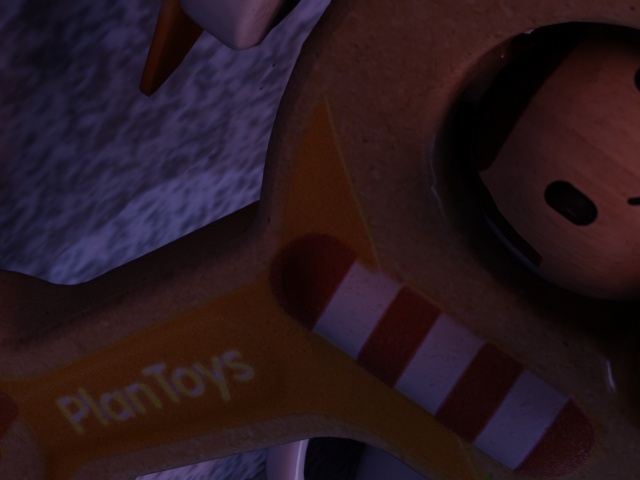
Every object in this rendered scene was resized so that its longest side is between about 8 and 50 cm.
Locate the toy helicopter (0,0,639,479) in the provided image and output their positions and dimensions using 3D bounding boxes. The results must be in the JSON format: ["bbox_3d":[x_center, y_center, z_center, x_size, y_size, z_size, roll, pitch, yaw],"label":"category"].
[{"bbox_3d":[0.000,0.000,0.456,0.355,0.235,0.140,-20,-156,39],"label":"toy helicopter"}]

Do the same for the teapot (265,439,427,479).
[{"bbox_3d":[0.125,0.095,0.897,0.256,0.252,0.187,-42,132,-73],"label":"teapot"}]

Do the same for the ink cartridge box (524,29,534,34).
[{"bbox_3d":[0.161,-0.035,0.700,0.198,0.197,0.270,-20,148,-47],"label":"ink cartridge box"}]
